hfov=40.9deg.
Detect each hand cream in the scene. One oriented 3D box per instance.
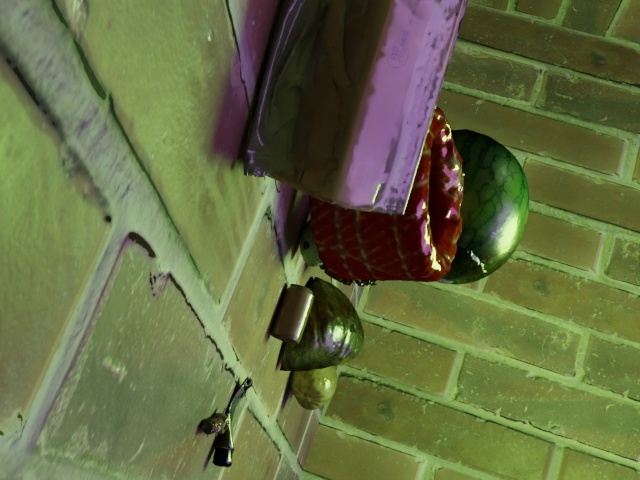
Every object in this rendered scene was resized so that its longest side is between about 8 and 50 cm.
[{"bbox_3d":[-0.158,0.328,1.552,0.062,0.039,0.163,90,13,-59],"label":"hand cream"}]

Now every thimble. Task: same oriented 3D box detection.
[{"bbox_3d":[0.134,-0.085,1.649,0.350,0.230,0.350,0,90,-69],"label":"thimble"}]

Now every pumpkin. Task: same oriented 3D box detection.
[{"bbox_3d":[0.030,0.196,2.053,0.312,0.169,0.148,-63,170,-50],"label":"pumpkin"}]

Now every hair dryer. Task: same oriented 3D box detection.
[{"bbox_3d":[-0.062,0.168,1.807,0.182,0.064,0.117,108,0,-72],"label":"hair dryer"}]

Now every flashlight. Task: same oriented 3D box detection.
[{"bbox_3d":[-0.170,0.303,1.405,0.110,0.031,0.052,48,60,-81],"label":"flashlight"}]

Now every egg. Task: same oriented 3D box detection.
[{"bbox_3d":[0.000,0.000,1.744,0.085,0.085,0.110,-12,127,-81],"label":"egg"}]

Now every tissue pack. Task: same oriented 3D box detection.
[{"bbox_3d":[0.020,-0.211,1.139,0.238,0.238,0.306,-33,140,-78],"label":"tissue pack"}]

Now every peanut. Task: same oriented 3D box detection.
[{"bbox_3d":[-0.018,0.387,2.338,0.137,0.122,0.253,-64,177,3],"label":"peanut"}]

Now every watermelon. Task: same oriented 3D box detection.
[{"bbox_3d":[0.299,-0.079,1.939,0.363,0.363,0.363,17,90,-82],"label":"watermelon"}]

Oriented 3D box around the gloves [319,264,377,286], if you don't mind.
[{"bbox_3d":[0.091,0.012,2.058,0.135,0.210,0.312,-59,-176,19],"label":"gloves"}]
